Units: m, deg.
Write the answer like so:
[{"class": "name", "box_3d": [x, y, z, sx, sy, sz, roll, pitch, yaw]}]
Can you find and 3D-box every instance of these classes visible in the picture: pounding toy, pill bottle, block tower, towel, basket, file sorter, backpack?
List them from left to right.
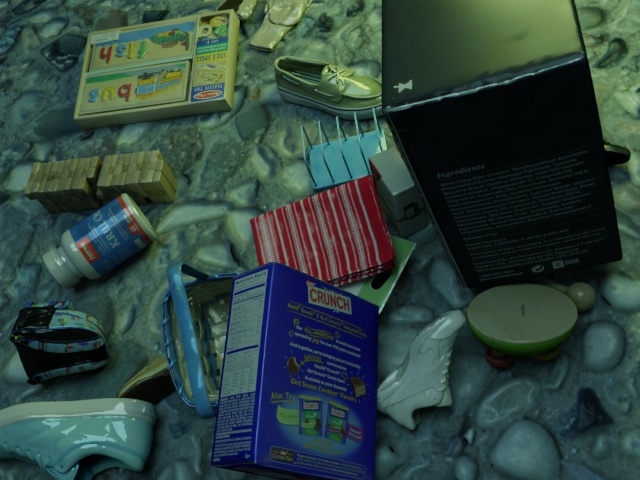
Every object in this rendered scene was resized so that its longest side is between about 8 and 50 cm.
[{"class": "backpack", "box_3d": [-0.506, 0.198, 1.566, 0.173, 0.158, 0.117, -4, 39, -1]}, {"class": "pill bottle", "box_3d": [-0.475, 0.007, 1.689, 0.221, 0.124, 0.124, -36, 56, -6]}, {"class": "block tower", "box_3d": [-0.499, -0.132, 1.804, 0.336, 0.097, 0.091, -3, 58, 13]}, {"class": "basket", "box_3d": [-0.180, 0.178, 1.375, 0.201, 0.289, 0.254, -14, 77, 6]}, {"class": "towel", "box_3d": [0.000, 0.000, 1.512, 0.275, 0.031, 0.198, -19, 66, 16]}, {"class": "file sorter", "box_3d": [0.050, -0.197, 1.666, 0.170, 0.104, 0.118, -13, 56, 10]}, {"class": "pounding toy", "box_3d": [0.361, 0.154, 1.370, 0.183, 0.110, 0.237, 13, 34, 36]}]

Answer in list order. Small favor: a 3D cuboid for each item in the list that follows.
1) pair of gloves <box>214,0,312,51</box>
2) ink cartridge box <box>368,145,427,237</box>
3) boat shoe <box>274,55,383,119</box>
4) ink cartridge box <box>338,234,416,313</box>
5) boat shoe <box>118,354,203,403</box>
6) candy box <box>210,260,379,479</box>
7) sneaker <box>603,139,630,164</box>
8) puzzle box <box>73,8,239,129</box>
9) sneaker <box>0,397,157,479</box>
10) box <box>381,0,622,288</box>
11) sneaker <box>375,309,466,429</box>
[{"class": "pair of gloves", "box_3d": [-0.154, -0.590, 2.012, 0.240, 0.042, 0.204, 30, 72, 29]}, {"class": "ink cartridge box", "box_3d": [0.153, -0.093, 1.542, 0.063, 0.150, 0.109, -28, 55, -6]}, {"class": "boat shoe", "box_3d": [0.024, -0.347, 1.773, 0.302, 0.094, 0.109, 12, 64, 24]}, {"class": "ink cartridge box", "box_3d": [0.052, 0.049, 1.541, 0.235, 0.056, 0.171, 20, 67, 25]}, {"class": "boat shoe", "box_3d": [-0.308, 0.254, 1.527, 0.190, 0.068, 0.072, -28, 42, -13]}, {"class": "candy box", "box_3d": [-0.030, 0.228, 1.296, 0.122, 0.268, 0.317, -17, 58, 41]}, {"class": "sneaker", "box_3d": [0.525, -0.199, 1.550, 0.170, 0.051, 0.089, 5, 63, 29]}, {"class": "puzzle box", "box_3d": [-0.407, -0.424, 1.959, 0.409, 0.052, 0.272, -5, 66, 14]}, {"class": "sneaker", "box_3d": [-0.486, 0.386, 1.451, 0.366, 0.135, 0.150, -11, 54, 12]}, {"class": "box", "box_3d": [0.308, -0.255, 1.353, 0.297, 0.471, 0.479, -13, 50, 20]}, {"class": "sneaker", "box_3d": [0.193, 0.226, 1.351, 0.115, 0.090, 0.232, 38, 107, 17]}]
